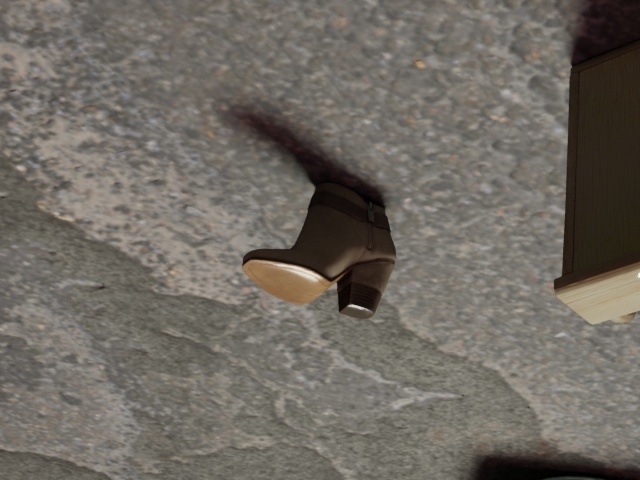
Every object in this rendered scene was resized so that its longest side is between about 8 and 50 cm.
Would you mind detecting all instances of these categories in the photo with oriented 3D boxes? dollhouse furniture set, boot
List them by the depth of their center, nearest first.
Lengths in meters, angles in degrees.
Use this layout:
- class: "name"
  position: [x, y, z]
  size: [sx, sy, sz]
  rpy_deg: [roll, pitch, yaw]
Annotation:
- class: "dollhouse furniture set"
  position: [0.256, 0.005, 1.133]
  size: [0.212, 0.161, 0.242]
  rpy_deg: [-21, 138, 36]
- class: "boot"
  position: [0.000, 0.000, 1.246]
  size: [0.118, 0.087, 0.042]
  rpy_deg: [25, 143, -32]

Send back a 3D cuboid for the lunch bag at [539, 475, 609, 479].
- class: "lunch bag"
  position: [0.247, 0.319, 1.625]
  size: [0.262, 0.160, 0.223]
  rpy_deg: [9, 144, 3]
